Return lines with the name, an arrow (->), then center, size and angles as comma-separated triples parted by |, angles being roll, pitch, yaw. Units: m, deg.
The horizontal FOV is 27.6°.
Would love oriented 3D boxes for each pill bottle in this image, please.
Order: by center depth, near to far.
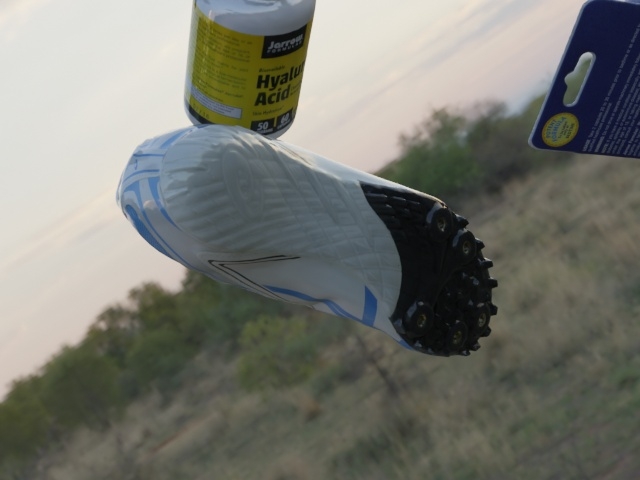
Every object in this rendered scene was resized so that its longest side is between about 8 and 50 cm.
pill bottle -> -0.037, -0.113, 0.691 | 0.065, 0.065, 0.116 | -33, -31, -35

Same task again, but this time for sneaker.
sneaker -> 0.000, 0.000, 0.704 | 0.086, 0.237, 0.085 | 6, 74, 58

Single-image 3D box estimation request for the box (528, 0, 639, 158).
box -> 0.264, -0.108, 0.887 | 0.225, 0.036, 0.136 | 5, -43, -9
